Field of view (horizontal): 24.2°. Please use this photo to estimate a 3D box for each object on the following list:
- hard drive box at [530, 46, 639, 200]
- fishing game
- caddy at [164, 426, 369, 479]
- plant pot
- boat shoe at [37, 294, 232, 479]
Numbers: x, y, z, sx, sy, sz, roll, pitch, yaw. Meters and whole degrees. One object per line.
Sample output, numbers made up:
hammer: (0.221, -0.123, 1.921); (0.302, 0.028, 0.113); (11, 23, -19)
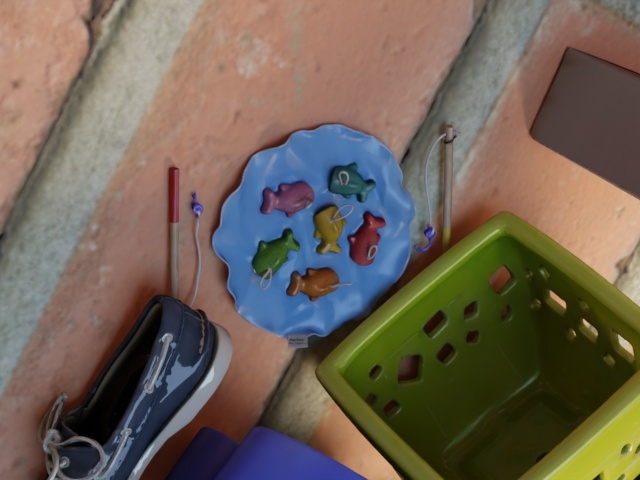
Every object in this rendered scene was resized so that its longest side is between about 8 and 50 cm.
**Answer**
hard drive box: (0.318, -0.068, 1.243); (0.181, 0.232, 0.089); (14, 104, -33)
fishing game: (0.000, 0.000, 1.218); (0.264, 0.041, 0.189); (-7, 113, -25)
caddy: (-0.008, 0.292, 1.189); (0.341, 0.241, 0.179); (36, 69, -17)
plant pot: (0.168, 0.153, 1.264); (0.227, 0.228, 0.207); (-39, 138, -10)
boat shoe: (-0.171, 0.155, 1.157); (0.079, 0.095, 0.254); (36, 98, -34)
